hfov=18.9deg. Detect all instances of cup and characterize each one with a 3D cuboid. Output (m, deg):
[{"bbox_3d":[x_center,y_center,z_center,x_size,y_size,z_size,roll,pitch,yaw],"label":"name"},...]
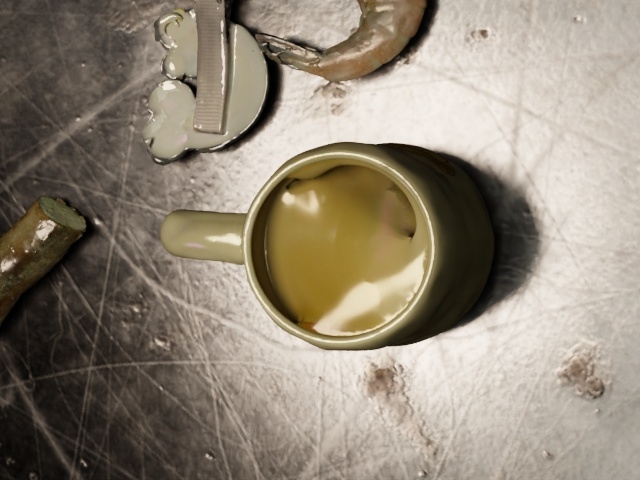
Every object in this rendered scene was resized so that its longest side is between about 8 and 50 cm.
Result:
[{"bbox_3d":[0.009,0.018,1.600,0.255,0.202,0.173,-21,84,17],"label":"cup"}]

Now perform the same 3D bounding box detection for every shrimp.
[{"bbox_3d":[-0.010,-0.233,1.685,0.219,0.046,0.152,46,101,12],"label":"shrimp"}]

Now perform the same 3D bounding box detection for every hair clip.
[{"bbox_3d":[-0.100,-0.151,1.716,0.116,0.049,0.172,5,95,23],"label":"hair clip"}]

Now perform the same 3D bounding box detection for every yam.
[{"bbox_3d":[-0.316,0.062,1.786,0.061,0.061,0.253,44,103,13],"label":"yam"}]
